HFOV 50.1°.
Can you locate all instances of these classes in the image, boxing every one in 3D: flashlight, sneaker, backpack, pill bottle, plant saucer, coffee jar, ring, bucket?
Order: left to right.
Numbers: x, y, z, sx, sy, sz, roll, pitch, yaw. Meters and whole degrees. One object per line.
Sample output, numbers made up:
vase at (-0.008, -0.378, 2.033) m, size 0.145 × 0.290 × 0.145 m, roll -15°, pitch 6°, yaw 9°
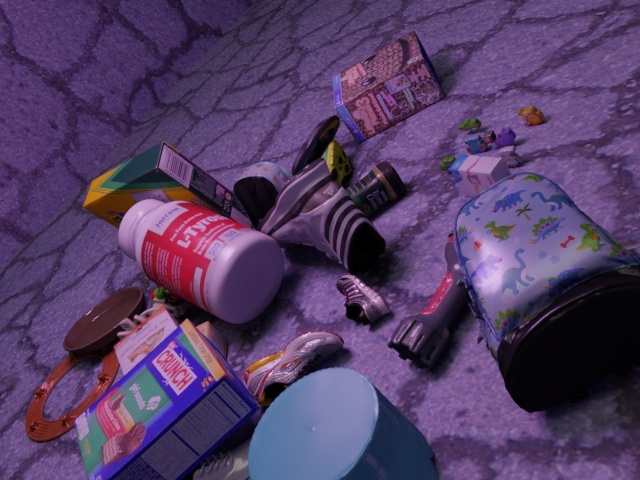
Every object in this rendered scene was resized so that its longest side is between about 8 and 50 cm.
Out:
ring at (-0.701, 0.408, 1.922) m, size 0.337 × 0.032 × 0.336 m, roll -27°, pitch 32°, yaw 18°
plant saucer at (-0.636, 0.240, 2.035) m, size 0.278 × 0.041 × 0.278 m, roll -27°, pitch 24°, yaw 13°
pill bottle at (-0.310, 0.034, 1.720) m, size 0.408 × 0.229 × 0.229 m, roll 22°, pitch 62°, yaw 33°
sneaker at (-0.198, 0.445, 1.299) m, size 0.258 × 0.091 × 0.094 m, roll -39°, pitch 31°, yaw -2°
backpack at (-0.145, -0.132, 1.920) m, size 0.166 × 0.188 × 0.144 m, roll -12°, pitch 39°, yaw 37°
sneaker at (-0.046, 0.265, 1.413) m, size 0.225 × 0.088 × 0.092 m, roll -33°, pitch 52°, yaw 8°
sneaker at (-0.001, 0.001, 1.627) m, size 0.169 × 0.257 × 0.447 m, roll -38°, pitch -5°, yaw -17°
sneaker at (0.004, -0.175, 1.902) m, size 0.124 × 0.109 × 0.295 m, roll -16°, pitch 36°, yaw 30°
bucket at (0.030, 0.354, 1.100) m, size 0.281 × 0.183 × 0.281 m, roll -26°, pitch 31°, yaw 17°
sneaker at (0.073, 0.130, 1.469) m, size 0.075 × 0.063 × 0.170 m, roll -39°, pitch 35°, yaw -14°
coffee jar at (0.119, -0.113, 1.716) m, size 0.184 × 0.096 × 0.079 m, roll -36°, pitch 34°, yaw 3°
flashlight at (0.236, 0.096, 1.319) m, size 0.304 × 0.103 × 0.103 m, roll -52°, pitch 7°, yaw -21°
backpack at (0.365, 0.052, 1.134) m, size 0.290 × 0.273 × 0.355 m, roll -35°, pitch 18°, yaw 17°

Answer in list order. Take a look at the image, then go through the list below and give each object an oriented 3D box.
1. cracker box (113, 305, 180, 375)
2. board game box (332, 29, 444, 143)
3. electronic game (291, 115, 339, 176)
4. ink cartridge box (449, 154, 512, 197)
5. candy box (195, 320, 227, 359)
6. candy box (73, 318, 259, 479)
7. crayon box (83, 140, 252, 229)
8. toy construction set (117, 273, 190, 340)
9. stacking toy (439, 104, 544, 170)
cracker box at (-0.382, 0.256, 1.581) m, size 0.156 × 0.067 × 0.232 m, roll -41°, pitch 27°, yaw -10°
board game box at (0.197, -0.462, 2.057) m, size 0.291 × 0.141 × 0.232 m, roll -27°, pitch 32°, yaw 17°
electronic game at (-0.013, -0.261, 1.983) m, size 0.229 × 0.048 × 0.229 m, roll -56°, pitch -6°, yaw -9°
ink cartridge box at (0.358, -0.138, 1.511) m, size 0.052 × 0.088 × 0.122 m, roll -49°, pitch 33°, yaw -19°
candy box at (-0.315, 0.348, 1.552) m, size 0.183 × 0.087 × 0.316 m, roll -28°, pitch 32°, yaw 15°
candy box at (-0.312, 0.343, 1.353) m, size 0.317 × 0.122 × 0.268 m, roll -41°, pitch 29°, yaw -10°
crayon box at (-0.426, -0.091, 1.956) m, size 0.313 × 0.363 × 0.106 m, roll -22°, pitch 48°, yaw 32°
toy construction set at (-0.439, 0.140, 1.895) m, size 0.215 × 0.151 × 0.327 m, roll 4°, pitch 53°, yaw 16°
stacking toy at (0.405, -0.236, 1.639) m, size 0.221 × 0.052 × 0.167 m, roll -5°, pitch 42°, yaw 45°
